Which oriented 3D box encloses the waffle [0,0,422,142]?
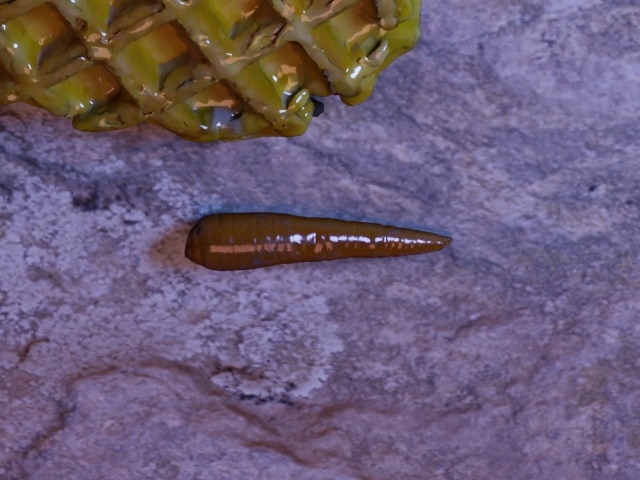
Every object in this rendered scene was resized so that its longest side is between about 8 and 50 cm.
[{"bbox_3d":[-0.102,-0.220,1.278,0.382,0.095,0.379,5,129,-7],"label":"waffle"}]

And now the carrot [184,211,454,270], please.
[{"bbox_3d":[0.000,0.000,1.498,0.216,0.048,0.048,-1,131,-6],"label":"carrot"}]
